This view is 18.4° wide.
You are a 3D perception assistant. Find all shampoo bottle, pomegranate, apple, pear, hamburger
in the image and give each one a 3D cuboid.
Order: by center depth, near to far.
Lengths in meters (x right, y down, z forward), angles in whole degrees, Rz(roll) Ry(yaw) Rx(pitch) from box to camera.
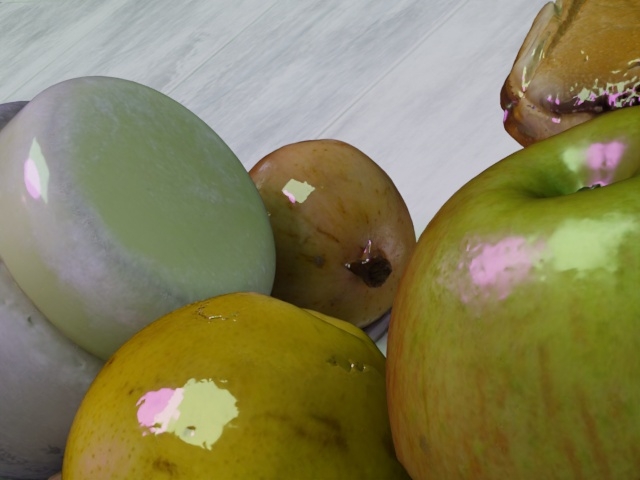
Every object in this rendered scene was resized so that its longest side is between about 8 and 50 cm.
[{"bbox_3d":[0.204,0.079,1.304,0.339,0.339,0.339,-24,26,12],"label":"apple"},{"bbox_3d":[-0.065,0.205,1.449,0.285,0.285,0.336,-106,39,-64],"label":"pear"},{"bbox_3d":[-0.219,0.041,1.696,0.317,0.322,0.322,-43,15,33],"label":"shampoo bottle"},{"bbox_3d":[0.318,-0.141,1.753,0.284,0.174,0.304,-9,32,33],"label":"hamburger"},{"bbox_3d":[-0.004,0.000,1.818,0.191,0.191,0.191,-24,26,12],"label":"pomegranate"}]

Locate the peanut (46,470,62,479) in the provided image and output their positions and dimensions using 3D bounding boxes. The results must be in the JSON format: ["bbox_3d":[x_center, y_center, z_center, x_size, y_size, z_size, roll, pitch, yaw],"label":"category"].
[{"bbox_3d":[-0.234,0.294,1.566,0.305,0.147,0.147,-39,27,-21],"label":"peanut"}]

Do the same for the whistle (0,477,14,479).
[{"bbox_3d":[-0.294,0.226,1.806,0.110,0.092,0.244,-27,22,-21],"label":"whistle"}]
